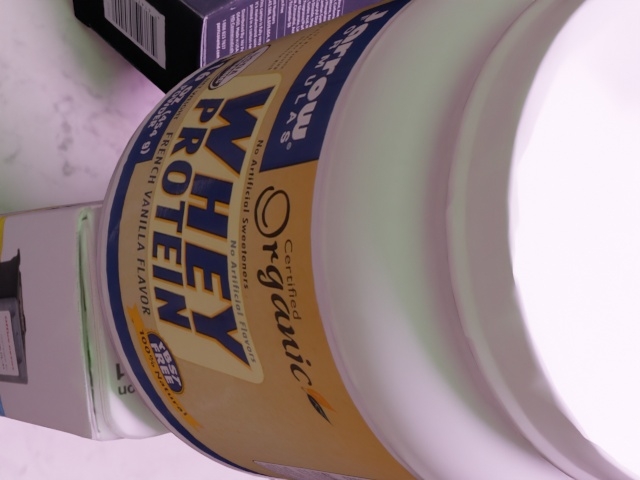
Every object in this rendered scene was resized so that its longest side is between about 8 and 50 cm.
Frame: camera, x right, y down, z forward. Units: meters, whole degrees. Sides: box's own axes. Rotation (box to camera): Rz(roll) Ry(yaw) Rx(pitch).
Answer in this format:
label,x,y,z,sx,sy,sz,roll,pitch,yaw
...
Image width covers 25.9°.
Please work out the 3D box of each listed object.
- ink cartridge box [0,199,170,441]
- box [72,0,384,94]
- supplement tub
label,x,y,z,sx,sy,sz,roll,pitch,yaw
ink cartridge box,-0.104,0.035,0.882,0.226,0.306,0.131,-7,91,-32
box,-0.054,-0.203,1.000,0.207,0.108,0.153,-33,61,-28
supplement tub,0.058,0.004,0.617,0.228,0.316,0.228,3,85,-32
